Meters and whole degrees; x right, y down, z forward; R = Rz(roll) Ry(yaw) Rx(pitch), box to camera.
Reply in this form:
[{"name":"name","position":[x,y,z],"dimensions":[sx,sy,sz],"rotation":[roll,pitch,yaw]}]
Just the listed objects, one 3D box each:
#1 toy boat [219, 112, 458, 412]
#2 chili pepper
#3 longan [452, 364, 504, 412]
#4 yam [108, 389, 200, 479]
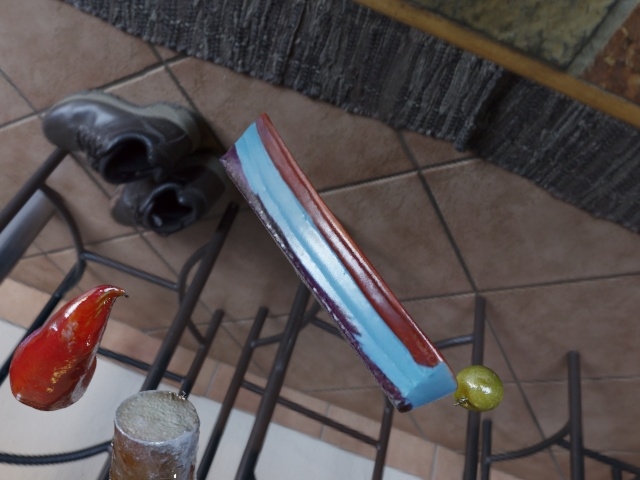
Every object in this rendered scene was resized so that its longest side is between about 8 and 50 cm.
[{"name":"toy boat","position":[0.000,0.000,0.641],"dimensions":[0.079,0.392,0.136],"rotation":[-35,146,-3]},{"name":"chili pepper","position":[-0.293,0.140,0.737],"dimensions":[0.092,0.137,0.368],"rotation":[53,153,-4]},{"name":"longan","position":[0.223,0.217,0.907],"dimensions":[0.075,0.083,0.075],"rotation":[33,136,38]},{"name":"yam","position":[-0.144,0.204,0.553],"dimensions":[0.079,0.079,0.141],"rotation":[12,116,9]}]
